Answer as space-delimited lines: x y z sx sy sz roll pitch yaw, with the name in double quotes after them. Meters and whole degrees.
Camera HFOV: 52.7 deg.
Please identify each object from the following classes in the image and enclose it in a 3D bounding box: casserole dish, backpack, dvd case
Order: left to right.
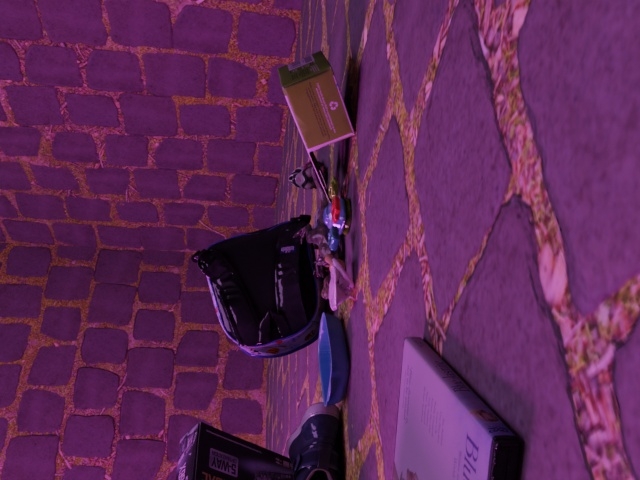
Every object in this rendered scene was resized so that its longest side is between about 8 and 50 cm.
-0.109 0.118 1.391 0.213 0.277 0.263 60 -166 -55 "backpack"
0.022 0.210 1.157 0.188 0.037 0.114 -101 16 -60 "casserole dish"
0.106 0.206 0.569 0.253 0.022 0.180 -133 46 -79 "dvd case"

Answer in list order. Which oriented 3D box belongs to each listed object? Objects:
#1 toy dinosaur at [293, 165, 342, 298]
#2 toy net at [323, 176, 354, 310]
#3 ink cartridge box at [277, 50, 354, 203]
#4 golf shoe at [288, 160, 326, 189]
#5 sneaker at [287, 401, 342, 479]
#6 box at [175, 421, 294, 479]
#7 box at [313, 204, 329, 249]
0.000 0.000 1.255 0.118 0.064 0.268 127 137 -55 "toy dinosaur"
0.037 0.008 1.113 0.122 0.045 0.232 107 163 -55 "toy net"
0.011 -0.212 1.238 0.188 0.097 0.255 -103 -10 -64 "ink cartridge box"
-0.036 -0.160 1.570 0.186 0.086 0.067 -125 37 -80 "golf shoe"
-0.015 0.418 1.164 0.226 0.086 0.163 102 171 -46 "sneaker"
-0.134 0.516 1.239 0.076 0.307 0.242 -44 30 27 "box"
0.003 -0.027 1.439 0.136 0.028 0.081 133 139 -76 "box"
